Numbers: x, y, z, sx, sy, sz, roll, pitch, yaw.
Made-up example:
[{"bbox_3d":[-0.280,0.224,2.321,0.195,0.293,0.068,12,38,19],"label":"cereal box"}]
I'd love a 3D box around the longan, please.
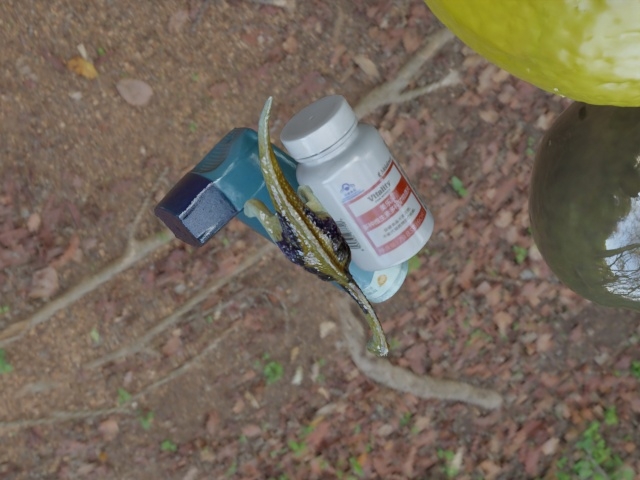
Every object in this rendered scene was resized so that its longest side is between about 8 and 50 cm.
[{"bbox_3d":[0.422,-0.064,1.238,0.318,0.319,0.319,-17,133,-19],"label":"longan"}]

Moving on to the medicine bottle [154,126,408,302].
[{"bbox_3d":[-0.030,-0.011,0.944,0.258,0.079,0.124,32,78,-27],"label":"medicine bottle"}]

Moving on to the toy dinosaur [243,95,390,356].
[{"bbox_3d":[-0.008,-0.006,0.474,0.037,0.058,0.180,-46,135,-9],"label":"toy dinosaur"}]

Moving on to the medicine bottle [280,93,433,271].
[{"bbox_3d":[0.029,-0.048,0.793,0.079,0.079,0.140,-35,116,-1],"label":"medicine bottle"}]

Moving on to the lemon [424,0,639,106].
[{"bbox_3d":[0.196,-0.252,0.632,0.336,0.336,0.336,-17,133,-19],"label":"lemon"}]
